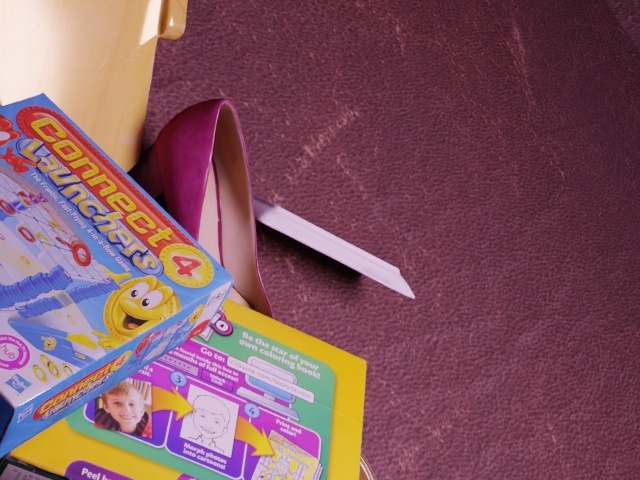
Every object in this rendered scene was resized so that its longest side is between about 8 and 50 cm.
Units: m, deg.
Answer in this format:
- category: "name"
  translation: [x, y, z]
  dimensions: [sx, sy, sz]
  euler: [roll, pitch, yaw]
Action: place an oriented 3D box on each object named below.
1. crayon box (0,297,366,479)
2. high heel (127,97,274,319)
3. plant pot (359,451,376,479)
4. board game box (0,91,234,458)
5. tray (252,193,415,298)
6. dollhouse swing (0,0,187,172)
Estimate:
- category: "crayon box"
  translation: [-0.136, 0.195, 1.222]
  dimensions: [0.363, 0.106, 0.313]
  euler: [26, 37, -16]
- category: "high heel"
  translation: [-0.103, 0.023, 1.395]
  dimensions: [0.127, 0.181, 0.377]
  euler: [-26, 87, -49]
- category: "plant pot"
  translation: [-0.002, 0.322, 1.434]
  dimensions: [0.236, 0.032, 0.236]
  euler: [23, 52, -34]
- category: "board game box"
  translation: [-0.293, 0.017, 1.129]
  dimensions: [0.308, 0.086, 0.302]
  euler: [43, 39, 13]
- category: "tray"
  translation: [0.000, 0.000, 1.556]
  dimensions: [0.270, 0.145, 0.030]
  euler: [27, 89, -32]
- category: "dollhouse swing"
  translation: [-0.378, -0.266, 1.385]
  dimensions: [0.346, 0.305, 0.315]
  euler: [3, 24, -44]
